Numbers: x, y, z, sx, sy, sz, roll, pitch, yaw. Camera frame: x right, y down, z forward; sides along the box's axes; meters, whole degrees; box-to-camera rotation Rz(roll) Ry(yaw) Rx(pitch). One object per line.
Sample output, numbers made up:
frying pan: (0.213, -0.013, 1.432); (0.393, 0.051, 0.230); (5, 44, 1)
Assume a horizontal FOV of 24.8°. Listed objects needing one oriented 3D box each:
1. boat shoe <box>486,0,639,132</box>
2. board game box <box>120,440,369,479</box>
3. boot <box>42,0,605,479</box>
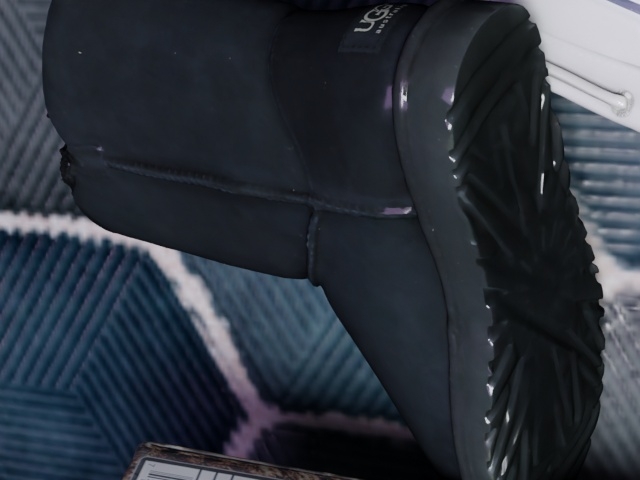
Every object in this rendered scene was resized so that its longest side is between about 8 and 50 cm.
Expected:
boat shoe: (0.172, -0.044, 0.522); (0.258, 0.095, 0.084); (33, 119, 21)
board game box: (0.043, 0.210, 0.482); (0.291, 0.232, 0.141); (9, 119, 8)
boot: (0.000, 0.000, 0.598); (0.207, 0.094, 0.246); (13, 134, 36)
